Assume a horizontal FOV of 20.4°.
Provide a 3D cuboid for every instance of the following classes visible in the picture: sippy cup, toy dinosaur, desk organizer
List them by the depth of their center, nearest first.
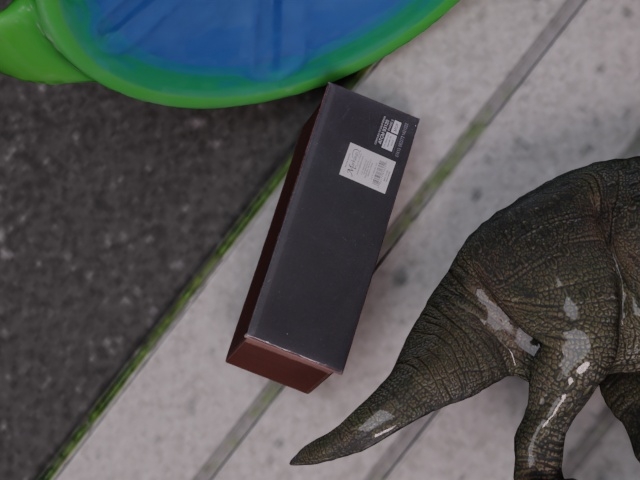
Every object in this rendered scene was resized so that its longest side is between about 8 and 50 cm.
[{"bbox_3d":[0.135,0.021,0.743,0.313,0.121,0.160,-26,58,18],"label":"toy dinosaur"},{"bbox_3d":[-0.050,-0.217,0.805,0.305,0.240,0.224,-12,56,-22],"label":"sippy cup"},{"bbox_3d":[0.000,0.000,0.816,0.047,0.050,0.130,21,67,-9],"label":"desk organizer"}]
